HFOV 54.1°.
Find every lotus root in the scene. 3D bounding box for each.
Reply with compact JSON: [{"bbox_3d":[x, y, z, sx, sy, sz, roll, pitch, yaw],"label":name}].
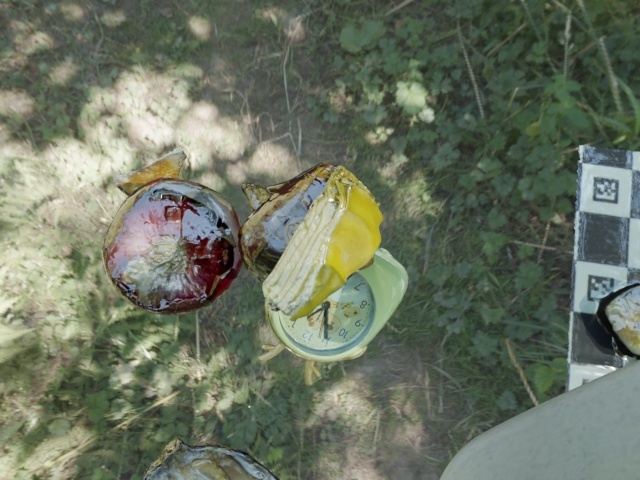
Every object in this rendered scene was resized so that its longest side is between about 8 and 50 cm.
[{"bbox_3d":[-0.078,0.335,0.711,0.167,0.078,0.329,-36,111,-4],"label":"lotus root"}]

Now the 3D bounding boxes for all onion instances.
[{"bbox_3d":[-0.290,0.015,1.239,0.272,0.195,0.271,3,81,-18],"label":"onion"}]

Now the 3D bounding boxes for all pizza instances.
[{"bbox_3d":[-0.381,-0.158,1.497,0.185,0.195,0.052,26,35,-35],"label":"pizza"}]

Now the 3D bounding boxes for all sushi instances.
[{"bbox_3d":[0.469,0.068,0.723,0.343,0.064,0.359,8,79,-1],"label":"sushi"}]

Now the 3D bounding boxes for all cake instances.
[{"bbox_3d":[0.002,0.003,0.741,0.185,0.116,0.079,-32,45,-10],"label":"cake"}]

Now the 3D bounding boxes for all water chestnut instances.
[{"bbox_3d":[-0.031,-0.022,0.987,0.224,0.223,0.238,-41,84,-15],"label":"water chestnut"}]

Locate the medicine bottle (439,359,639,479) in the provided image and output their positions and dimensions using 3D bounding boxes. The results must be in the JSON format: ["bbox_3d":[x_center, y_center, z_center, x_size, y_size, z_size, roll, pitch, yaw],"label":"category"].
[{"bbox_3d":[0.145,0.217,0.256,0.123,0.282,0.375,43,34,-10],"label":"medicine bottle"}]

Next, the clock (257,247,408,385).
[{"bbox_3d":[0.004,0.126,1.216,0.235,0.096,0.308,30,97,-12],"label":"clock"}]
